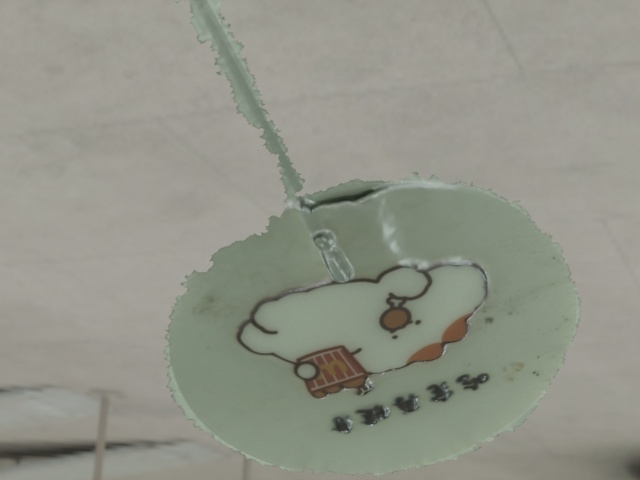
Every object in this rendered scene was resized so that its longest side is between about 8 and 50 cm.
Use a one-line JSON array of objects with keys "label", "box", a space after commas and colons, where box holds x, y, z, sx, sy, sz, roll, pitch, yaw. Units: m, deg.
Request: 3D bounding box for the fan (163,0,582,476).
[{"label": "fan", "box": [0.000, 0.001, 0.571, 0.190, 0.009, 0.329, -19, 130, 9]}]
